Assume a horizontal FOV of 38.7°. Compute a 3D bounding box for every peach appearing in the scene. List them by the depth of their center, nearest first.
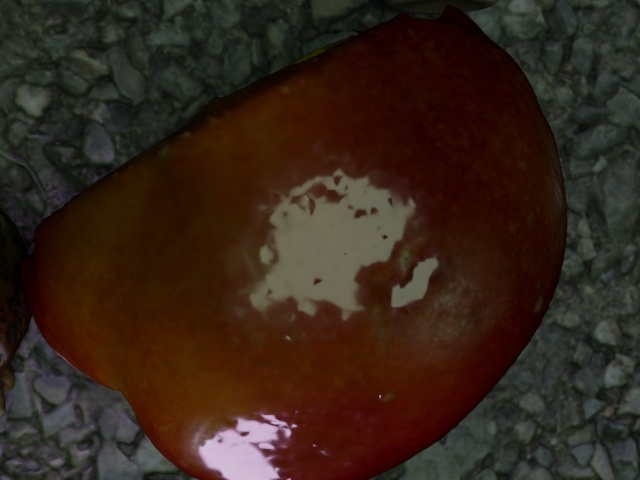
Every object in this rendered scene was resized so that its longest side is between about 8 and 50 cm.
[{"bbox_3d":[-0.004,0.022,0.707,0.406,0.335,0.310,-30,96,-7],"label":"peach"}]

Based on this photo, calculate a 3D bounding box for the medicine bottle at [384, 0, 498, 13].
[{"bbox_3d":[0.109,-0.336,0.813,0.114,0.114,0.252,-1,95,-12],"label":"medicine bottle"}]

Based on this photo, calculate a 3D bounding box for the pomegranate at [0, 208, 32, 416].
[{"bbox_3d":[-0.327,0.066,0.726,0.198,0.198,0.246,4,113,-12],"label":"pomegranate"}]
